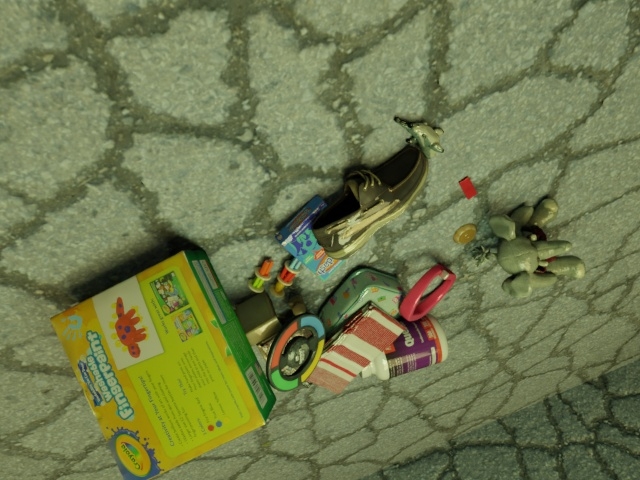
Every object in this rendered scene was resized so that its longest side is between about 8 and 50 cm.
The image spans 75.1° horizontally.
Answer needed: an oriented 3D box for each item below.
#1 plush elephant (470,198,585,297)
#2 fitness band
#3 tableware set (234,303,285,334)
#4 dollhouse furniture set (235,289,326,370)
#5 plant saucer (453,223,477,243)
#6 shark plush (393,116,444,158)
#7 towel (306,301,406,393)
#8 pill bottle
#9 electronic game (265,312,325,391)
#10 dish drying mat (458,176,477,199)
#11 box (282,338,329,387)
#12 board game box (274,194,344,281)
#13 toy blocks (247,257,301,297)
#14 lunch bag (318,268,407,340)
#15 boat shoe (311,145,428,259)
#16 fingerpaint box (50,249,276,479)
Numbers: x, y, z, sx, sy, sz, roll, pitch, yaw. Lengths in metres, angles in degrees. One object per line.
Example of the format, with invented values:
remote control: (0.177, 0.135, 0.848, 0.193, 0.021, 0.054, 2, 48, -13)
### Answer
plush elephant: (0.631, 0.032, 1.265, 0.330, 0.271, 0.255, -16, 179, 14)
fitness band: (0.357, 0.177, 1.378, 0.209, 0.054, 0.291, -55, 153, 11)
tableware set: (-0.214, 0.276, 1.331, 0.194, 0.039, 0.128, 22, 119, -33)
dollhouse furniture set: (-0.132, 0.352, 1.258, 0.303, 0.174, 0.355, -29, 115, -4)
plant saucer: (0.471, -0.017, 1.346, 0.083, 0.015, 0.083, -10, 132, -12)
shark plush: (0.244, -0.252, 1.037, 0.161, 0.073, 0.067, 14, 155, -36)
towel: (0.108, 0.358, 1.342, 0.329, 0.037, 0.237, -45, 133, 7)
pill bottle: (0.285, 0.393, 1.518, 0.323, 0.181, 0.181, -15, 133, -8)
electronic game: (-0.064, 0.312, 1.164, 0.229, 0.048, 0.229, -23, 122, -44)
dish drying mat: (0.432, -0.153, 1.219, 0.032, 0.008, 0.083, -36, 133, 13)
box: (-0.056, 0.384, 1.416, 0.191, 0.045, 0.184, 38, 91, -22)
board game box: (0.000, 0.000, 1.144, 0.160, 0.047, 0.210, -46, 131, 1)
toy blocks: (-0.124, 0.088, 1.193, 0.123, 0.054, 0.148, 18, 119, -30)
lunch bag: (0.140, 0.227, 1.373, 0.224, 0.108, 0.279, 16, 123, -35)
boat shoe: (0.122, -0.106, 1.038, 0.355, 0.132, 0.130, -47, 127, 1)
fingerpaint box: (-0.377, 0.301, 1.039, 0.371, 0.444, 0.163, -27, 177, 3)
